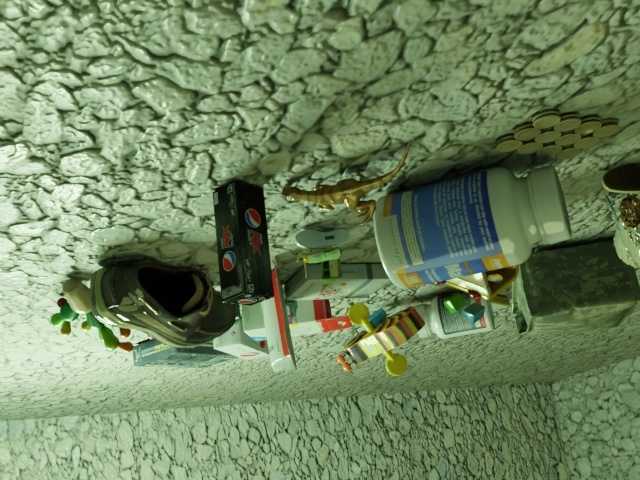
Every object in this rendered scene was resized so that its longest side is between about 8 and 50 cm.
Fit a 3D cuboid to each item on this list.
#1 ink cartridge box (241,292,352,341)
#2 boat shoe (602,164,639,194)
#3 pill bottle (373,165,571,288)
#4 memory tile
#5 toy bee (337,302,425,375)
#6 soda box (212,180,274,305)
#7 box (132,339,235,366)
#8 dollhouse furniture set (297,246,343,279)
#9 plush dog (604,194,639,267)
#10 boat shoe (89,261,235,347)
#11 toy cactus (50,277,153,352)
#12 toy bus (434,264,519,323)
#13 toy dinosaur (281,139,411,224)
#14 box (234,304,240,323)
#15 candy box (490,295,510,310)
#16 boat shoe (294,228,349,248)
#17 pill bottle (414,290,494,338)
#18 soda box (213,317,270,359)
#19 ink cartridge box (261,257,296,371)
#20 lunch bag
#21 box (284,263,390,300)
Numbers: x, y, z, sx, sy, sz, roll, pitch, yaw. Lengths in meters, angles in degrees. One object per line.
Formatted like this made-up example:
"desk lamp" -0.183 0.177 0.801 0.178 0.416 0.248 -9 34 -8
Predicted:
"ink cartridge box" -0.050 0.164 1.823 0.230 0.078 0.134 -9 163 4
"boat shoe" 0.510 -0.093 1.297 0.135 0.050 0.045 -6 157 -4
"pill bottle" 0.230 -0.025 1.233 0.271 0.153 0.152 -13 161 21
"memory tile" 0.328 -0.146 1.128 0.147 0.012 0.113 4 159 -28
"toy bee" 0.128 0.259 1.990 0.162 0.195 0.298 -41 164 -30
"soda box" -0.111 0.005 1.164 0.053 0.169 0.060 -22 157 40
"box" -0.341 0.287 2.119 0.183 0.059 0.232 -22 157 38
"dollhouse furniture set" 0.006 0.044 1.436 0.076 0.059 0.151 -5 -179 7
"plush dog" 0.625 -0.027 1.358 0.225 0.262 0.211 -21 121 8
"boat shoe" -0.265 0.122 1.528 0.130 0.133 0.355 -17 161 30
"toy cactus" -0.430 0.131 1.561 0.218 0.112 0.181 10 145 23
"toy bus" 0.262 0.027 1.472 0.104 0.202 0.191 -33 164 -22
"toy dinosaur" 0.049 -0.070 1.170 0.211 0.064 0.112 -14 160 19
"box" -0.208 0.151 1.766 0.062 0.052 0.083 -4 163 -12
"candy box" 0.378 0.180 2.119 0.205 0.027 0.105 -20 160 36
"boat shoe" 0.000 0.000 1.415 0.100 0.035 0.035 -7 161 -22
"pill bottle" 0.322 0.180 1.970 0.180 0.108 0.108 -12 161 16
"soda box" -0.194 0.249 2.044 0.073 0.069 0.216 -12 162 14
"ink cartridge box" -0.092 0.152 1.604 0.056 0.181 0.225 -11 162 0
"lunch bag" 0.545 0.120 1.777 0.235 0.169 0.287 -9 158 6
"box" 0.036 0.085 1.683 0.186 0.038 0.145 1 160 -21
